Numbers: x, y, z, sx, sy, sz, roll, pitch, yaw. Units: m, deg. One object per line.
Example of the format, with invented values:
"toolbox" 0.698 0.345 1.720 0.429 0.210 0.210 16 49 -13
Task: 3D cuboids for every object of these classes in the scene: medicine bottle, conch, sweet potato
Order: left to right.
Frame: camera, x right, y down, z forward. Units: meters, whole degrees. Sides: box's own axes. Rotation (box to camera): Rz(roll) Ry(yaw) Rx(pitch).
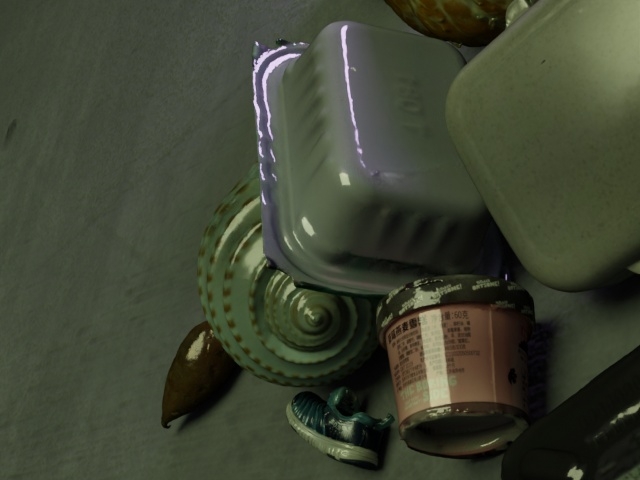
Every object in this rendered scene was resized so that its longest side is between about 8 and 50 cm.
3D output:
"sweet potato" -0.128 0.127 1.569 0.269 0.075 0.075 -52 34 5
"conch" -0.009 -0.007 1.397 0.303 0.215 0.319 -41 38 10
"medicine bottle" 0.294 -0.136 1.096 0.375 0.123 0.282 -40 69 33

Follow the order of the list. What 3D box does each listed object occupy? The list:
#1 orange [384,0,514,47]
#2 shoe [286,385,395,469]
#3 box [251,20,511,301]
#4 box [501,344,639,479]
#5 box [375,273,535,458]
"orange" 0.195 -0.358 1.347 0.329 0.249 0.329 -44 31 36
"shoe" 0.017 0.189 1.340 0.143 0.064 0.071 25 87 54
"box" 0.074 -0.097 1.266 0.106 0.264 0.336 120 151 -48
"box" 0.291 0.192 0.956 0.290 0.073 0.289 -39 38 18
"box" 0.130 0.122 1.173 0.151 0.151 0.135 -28 54 39
